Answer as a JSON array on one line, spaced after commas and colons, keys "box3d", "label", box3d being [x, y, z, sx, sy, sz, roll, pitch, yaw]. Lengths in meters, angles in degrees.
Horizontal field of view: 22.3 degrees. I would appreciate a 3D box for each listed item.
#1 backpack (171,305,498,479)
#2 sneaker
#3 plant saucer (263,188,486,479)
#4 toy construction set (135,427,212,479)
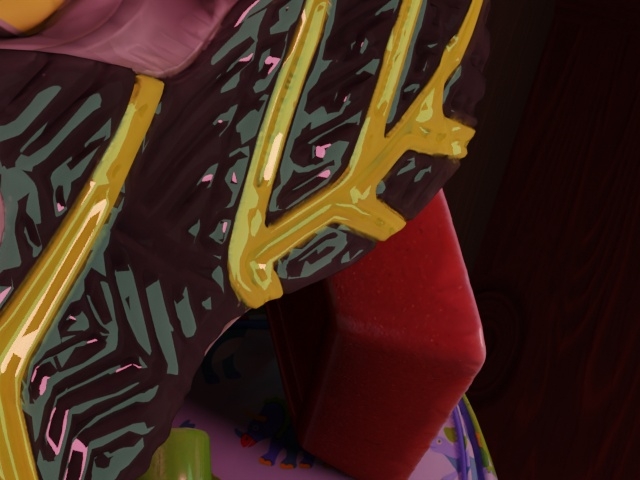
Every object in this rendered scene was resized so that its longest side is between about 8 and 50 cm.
[{"box3d": [-0.013, 0.209, 0.865, 0.273, 0.290, 0.355, 71, 24, -44], "label": "backpack"}, {"box3d": [-0.101, -0.010, 0.454, 0.384, 0.147, 0.145, -31, 126, -47], "label": "sneaker"}, {"box3d": [-0.005, -0.032, 0.701, 0.258, 0.047, 0.259, 103, -27, -70], "label": "plant saucer"}, {"box3d": [-0.111, 0.164, 0.453, 0.309, 0.257, 0.237, 37, 56, -72], "label": "toy construction set"}]
